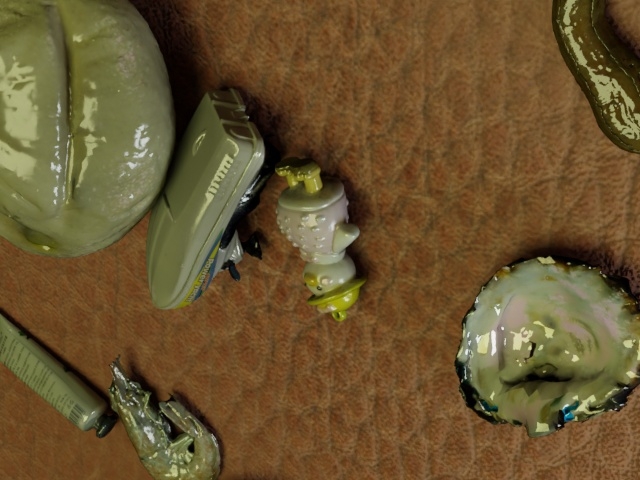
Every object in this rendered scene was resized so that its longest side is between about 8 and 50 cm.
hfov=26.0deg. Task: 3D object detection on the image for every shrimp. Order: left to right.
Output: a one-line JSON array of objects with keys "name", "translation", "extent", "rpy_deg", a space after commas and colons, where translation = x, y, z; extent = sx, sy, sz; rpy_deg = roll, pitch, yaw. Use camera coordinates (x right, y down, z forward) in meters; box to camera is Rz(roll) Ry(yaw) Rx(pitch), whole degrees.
[{"name": "shrimp", "translation": [-0.210, 0.246, 1.858], "extent": [0.126, 0.047, 0.223], "rpy_deg": [-17, 111, 29]}]

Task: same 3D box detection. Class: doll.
[{"name": "doll", "translation": [0.000, 0.000, 1.578], "extent": [0.129, 0.081, 0.207], "rpy_deg": [12, 125, 47]}]

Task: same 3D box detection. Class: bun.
[{"name": "bun", "translation": [-0.339, -0.147, 1.575], "extent": [0.365, 0.219, 0.365], "rpy_deg": [22, 125, 35]}]

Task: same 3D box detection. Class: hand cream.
[{"name": "hand cream", "translation": [-0.381, 0.191, 1.933], "extent": [0.234, 0.050, 0.080], "rpy_deg": [37, 129, 14]}]

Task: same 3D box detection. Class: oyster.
[{"name": "oyster", "translation": [0.247, 0.123, 1.499], "extent": [0.198, 0.092, 0.259], "rpy_deg": [34, 119, 10]}]

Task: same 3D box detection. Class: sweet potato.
[{"name": "sweet potato", "translation": [0.274, -0.182, 1.331], "extent": [0.081, 0.062, 0.233], "rpy_deg": [-21, 100, 21]}]

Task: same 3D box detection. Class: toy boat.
[{"name": "toy boat", "translation": [-0.124, -0.038, 1.608], "extent": [0.141, 0.141, 0.269], "rpy_deg": [27, 126, 16]}]
